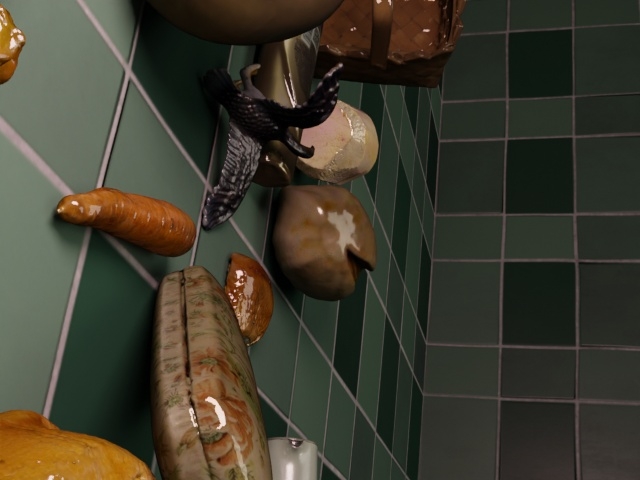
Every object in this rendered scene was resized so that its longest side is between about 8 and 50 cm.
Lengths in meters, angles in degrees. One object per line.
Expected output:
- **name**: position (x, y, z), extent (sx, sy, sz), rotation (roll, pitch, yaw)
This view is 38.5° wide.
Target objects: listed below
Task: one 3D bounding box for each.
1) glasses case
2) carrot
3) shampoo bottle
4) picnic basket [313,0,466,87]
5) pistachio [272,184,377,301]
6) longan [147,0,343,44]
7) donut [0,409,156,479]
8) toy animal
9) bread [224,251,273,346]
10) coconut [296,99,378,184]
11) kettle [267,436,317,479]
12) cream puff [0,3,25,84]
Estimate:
- **glasses case**: position (-0.112, 0.144, 0.892), extent (0.425, 0.098, 0.157), rotation (-123, -163, -73)
- **carrot**: position (-0.192, -0.022, 0.931), extent (0.248, 0.059, 0.059), rotation (24, 66, -71)
- **shampoo bottle**: position (-0.056, -0.242, 1.389), extent (0.126, 0.084, 0.350), rotation (63, 30, -57)
- **picnic basket**: position (0.107, -0.420, 1.583), extent (0.321, 0.291, 0.254), rotation (85, 9, -73)
- **pistachio**: position (0.000, 0.000, 1.489), extent (0.166, 0.197, 0.288), rotation (-43, 167, -8)
- **longan**: position (-0.072, -0.378, 0.985), extent (0.288, 0.288, 0.350), rotation (32, 67, -73)
- **donut**: position (-0.212, 0.278, 0.665), extent (0.317, 0.150, 0.300), rotation (35, 58, -72)
- **toy animal**: position (-0.063, -0.165, 1.224), extent (0.160, 0.272, 0.197), rotation (55, 23, 8)
- **bread**: position (-0.099, 0.087, 1.301), extent (0.129, 0.044, 0.126), rotation (58, 36, -69)
- **coconut**: position (0.023, -0.171, 1.574), extent (0.152, 0.147, 0.147), rotation (3, 87, -74)
- **kettle**: position (-0.048, 0.381, 1.389), extent (0.127, 0.098, 0.148), rotation (52, 36, -58)
- **cream puff**: position (-0.249, -0.148, 0.602), extent (0.094, 0.122, 0.116), rotation (-43, 118, -18)
